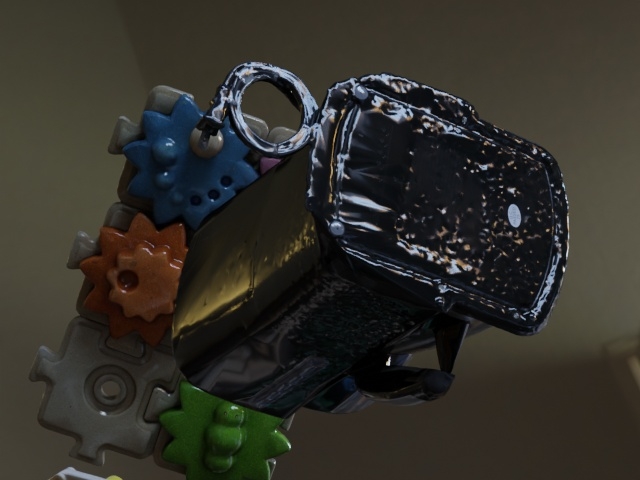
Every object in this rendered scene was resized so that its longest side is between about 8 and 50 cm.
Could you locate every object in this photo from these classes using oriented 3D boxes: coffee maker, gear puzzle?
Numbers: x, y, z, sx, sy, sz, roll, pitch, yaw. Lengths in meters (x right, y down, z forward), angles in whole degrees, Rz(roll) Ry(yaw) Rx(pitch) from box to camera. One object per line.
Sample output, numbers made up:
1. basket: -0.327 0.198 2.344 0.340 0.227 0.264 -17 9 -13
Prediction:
1. coffee maker: 0.000 0.000 0.738 0.171 0.120 0.178 41 -34 -8
2. gear puzzle: -0.091 0.081 1.010 0.176 0.044 0.338 20 -80 -5

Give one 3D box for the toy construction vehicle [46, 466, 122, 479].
1. toy construction vehicle: -0.131 0.121 0.631 0.086 0.035 0.098 -22 1 -43
